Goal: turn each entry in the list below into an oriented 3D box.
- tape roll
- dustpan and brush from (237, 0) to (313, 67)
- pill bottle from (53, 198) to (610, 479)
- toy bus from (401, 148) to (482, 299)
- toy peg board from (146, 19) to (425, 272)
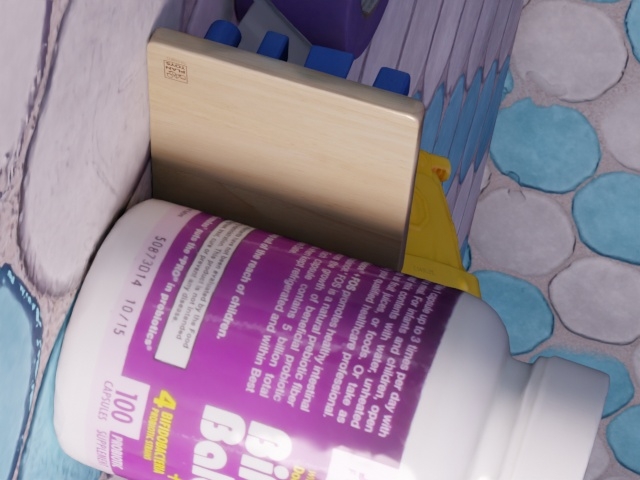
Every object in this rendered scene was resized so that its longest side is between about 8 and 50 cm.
[{"bbox_3d":[0.011,-0.223,1.198,0.189,0.080,0.189,16,90,-80],"label":"tape roll"},{"bbox_3d":[-0.033,-0.056,1.208,0.211,0.147,0.060,-48,174,37],"label":"dustpan and brush"},{"bbox_3d":[0.009,0.094,1.051,0.169,0.302,0.169,17,90,-81],"label":"pill bottle"},{"bbox_3d":[0.000,0.000,1.336,0.220,0.149,0.211,-38,-130,46],"label":"toy bus"},{"bbox_3d":[-0.014,-0.070,1.065,0.160,0.161,0.079,94,15,-53],"label":"toy peg board"}]
